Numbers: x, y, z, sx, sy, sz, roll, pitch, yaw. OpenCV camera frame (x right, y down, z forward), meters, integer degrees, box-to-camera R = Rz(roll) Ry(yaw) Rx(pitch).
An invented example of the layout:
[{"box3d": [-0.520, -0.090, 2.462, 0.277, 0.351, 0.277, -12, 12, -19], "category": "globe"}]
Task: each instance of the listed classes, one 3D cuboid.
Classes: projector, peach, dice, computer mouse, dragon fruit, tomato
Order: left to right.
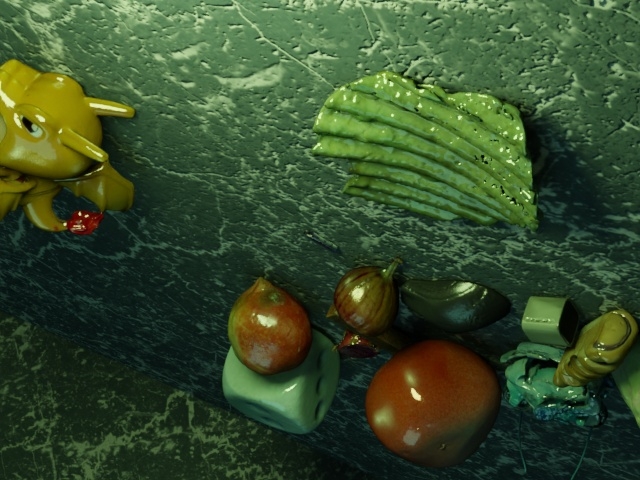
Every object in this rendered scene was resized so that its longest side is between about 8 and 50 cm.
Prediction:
[{"box3d": [-0.136, 0.220, 2.213, 0.232, 0.257, 0.232, -2, -173, 0], "category": "peach"}, {"box3d": [-0.111, 0.396, 2.450, 0.264, 0.268, 0.263, 10, 151, 27], "category": "dice"}, {"box3d": [0.108, 0.277, 2.271, 0.112, 0.068, 0.126, 28, 144, -34], "category": "dragon fruit"}, {"box3d": [0.284, 0.421, 2.061, 0.341, 0.341, 0.273, 42, -170, -33], "category": "tomato"}, {"box3d": [0.285, 0.151, 1.850, 0.264, 0.088, 0.147, 2, 145, 44], "category": "computer mouse"}, {"box3d": [0.470, 0.164, 1.703, 0.082, 0.083, 0.083, 1, 146, 41], "category": "projector"}]

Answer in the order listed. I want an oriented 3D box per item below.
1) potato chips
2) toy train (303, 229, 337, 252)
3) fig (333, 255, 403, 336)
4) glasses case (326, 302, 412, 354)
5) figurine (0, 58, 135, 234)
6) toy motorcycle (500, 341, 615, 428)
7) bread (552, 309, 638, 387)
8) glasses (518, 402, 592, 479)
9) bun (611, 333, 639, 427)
[{"box3d": [0.188, -0.118, 1.395, 0.389, 0.097, 0.373, 12, 153, 27], "category": "potato chips"}, {"box3d": [0.000, 0.000, 1.880, 0.083, 0.017, 0.017, 29, 152, -10], "category": "toy train"}, {"box3d": [0.109, 0.115, 1.891, 0.149, 0.202, 0.148, 15, -173, 16], "category": "fig"}, {"box3d": [0.127, 0.225, 2.165, 0.218, 0.049, 0.075, 30, 161, -11], "category": "glasses case"}, {"box3d": [-0.575, -0.180, 1.789, 0.400, 0.268, 0.387, 1, 150, -32], "category": "figurine"}, {"box3d": [0.535, 0.333, 1.923, 0.260, 0.154, 0.206, 10, 128, 37], "category": "toy motorcycle"}, {"box3d": [0.555, 0.225, 1.682, 0.081, 0.134, 0.225, 32, 155, 5], "category": "bread"}, {"box3d": [0.595, 0.491, 2.120, 0.189, 0.221, 0.088, 10, -170, 25], "category": "glasses"}, {"box3d": [0.717, 0.314, 1.657, 0.293, 0.187, 0.293, 19, 152, 11], "category": "bun"}]
